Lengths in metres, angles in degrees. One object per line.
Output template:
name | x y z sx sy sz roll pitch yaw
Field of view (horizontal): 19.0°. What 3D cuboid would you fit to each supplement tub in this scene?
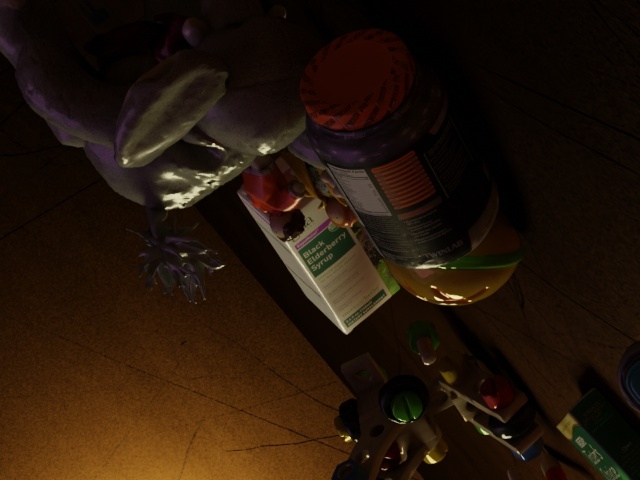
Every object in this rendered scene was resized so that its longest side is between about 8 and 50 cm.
supplement tub | 0.062 -0.074 1.533 0.117 0.117 0.190 42 169 44

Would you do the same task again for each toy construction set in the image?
toy construction set | 0.156 0.224 2.312 0.309 0.257 0.237 28 -161 -21

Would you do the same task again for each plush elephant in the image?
plush elephant | -0.098 -0.143 1.616 0.255 0.272 0.330 -34 67 42

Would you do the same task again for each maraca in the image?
maraca | 0.110 0.002 1.675 0.185 0.127 0.099 -121 36 -77

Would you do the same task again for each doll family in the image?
doll family | 0.024 -0.069 1.899 0.263 0.118 0.163 2 129 55

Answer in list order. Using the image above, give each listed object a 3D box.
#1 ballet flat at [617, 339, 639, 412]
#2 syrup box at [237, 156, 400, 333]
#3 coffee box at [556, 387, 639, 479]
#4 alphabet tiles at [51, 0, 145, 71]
ballet flat | 0.315 0.158 1.489 0.213 0.072 0.068 50 -160 2
syrup box | 0.000 0.000 2.333 0.096 0.093 0.237 43 170 40
coffee box | 0.312 0.231 1.890 0.184 0.040 0.113 48 172 9
alphabet tiles | -0.191 -0.241 1.866 0.285 0.011 0.342 51 -155 -7
